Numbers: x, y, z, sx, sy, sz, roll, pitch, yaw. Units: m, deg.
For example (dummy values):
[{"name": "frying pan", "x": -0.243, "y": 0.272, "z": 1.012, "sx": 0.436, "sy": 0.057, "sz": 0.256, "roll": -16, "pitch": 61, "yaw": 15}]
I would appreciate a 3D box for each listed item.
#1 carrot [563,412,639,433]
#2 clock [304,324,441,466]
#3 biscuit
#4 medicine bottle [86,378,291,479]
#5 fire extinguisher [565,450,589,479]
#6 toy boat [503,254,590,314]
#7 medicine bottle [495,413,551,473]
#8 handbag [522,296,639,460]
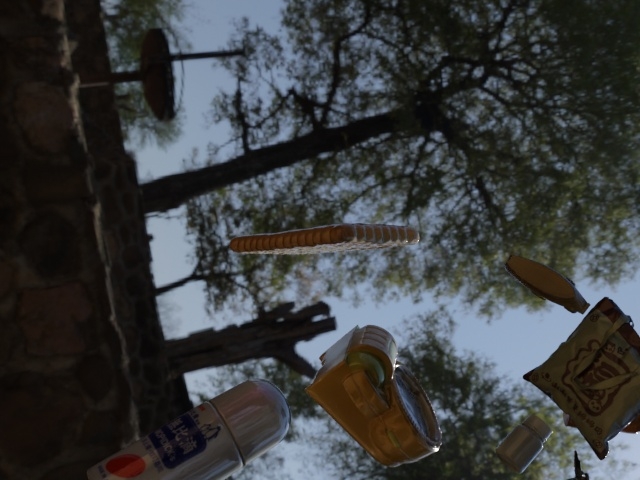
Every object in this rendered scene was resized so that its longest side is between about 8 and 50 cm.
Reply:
[{"name": "carrot", "x": 0.599, "y": 0.353, "z": 1.431, "sx": 0.087, "sy": 0.193, "sz": 0.087, "roll": -2, "pitch": 90, "yaw": -74}, {"name": "clock", "x": 0.140, "y": 0.369, "z": 1.607, "sx": 0.317, "sy": 0.200, "sz": 0.244, "roll": 53, "pitch": 20, "yaw": -6}, {"name": "biscuit", "x": 0.000, "y": -0.001, "z": 0.990, "sx": 0.249, "sy": 0.160, "sz": 0.030, "roll": -6, "pitch": -96, "yaw": 48}, {"name": "medicine bottle", "x": -0.204, "y": 0.351, "z": 1.172, "sx": 0.130, "sy": 0.341, "sz": 0.130, "roll": 49, "pitch": -26, "yaw": 34}, {"name": "fire extinguisher", "x": 0.580, "y": 0.610, "z": 1.555, "sx": 0.118, "sy": 0.093, "sz": 0.294, "roll": -64, "pitch": 146, "yaw": -62}, {"name": "toy boat", "x": 0.359, "y": 0.068, "z": 1.114, "sx": 0.149, "sy": 0.047, "sz": 0.049, "roll": 33, "pitch": -6, "yaw": 31}, {"name": "medicine bottle", "x": 0.491, "y": 0.489, "z": 1.686, "sx": 0.080, "sy": 0.130, "sz": 0.080, "roll": 44, "pitch": -15, "yaw": 15}, {"name": "handbag", "x": 0.531, "y": 0.257, "z": 1.318, "sx": 0.235, "sy": 0.127, "sz": 0.213, "roll": -51, "pitch": -133, "yaw": 18}]
